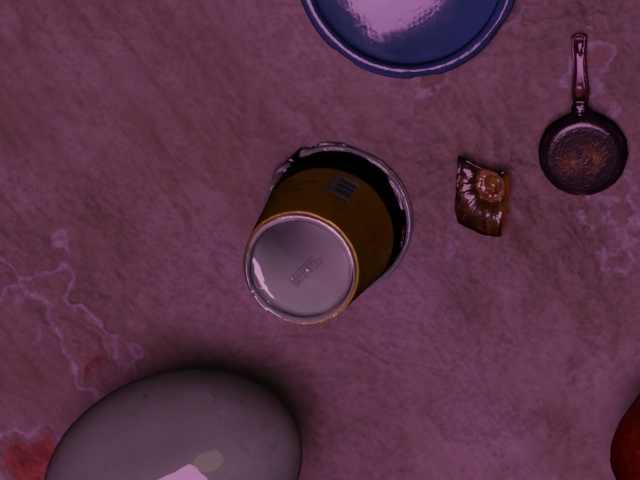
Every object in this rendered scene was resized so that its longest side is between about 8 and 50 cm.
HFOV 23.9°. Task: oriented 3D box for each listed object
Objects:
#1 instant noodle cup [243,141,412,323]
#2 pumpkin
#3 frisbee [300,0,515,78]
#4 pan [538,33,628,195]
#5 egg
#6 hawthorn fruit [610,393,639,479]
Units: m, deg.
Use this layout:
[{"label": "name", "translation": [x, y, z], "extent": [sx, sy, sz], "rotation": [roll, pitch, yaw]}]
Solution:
[{"label": "instant noodle cup", "translation": [0.000, 0.000, 1.966], "extent": [0.216, 0.236, 0.215], "rotation": [4, 107, 12]}, {"label": "pumpkin", "translation": [0.214, -0.061, 1.999], "extent": [0.073, 0.035, 0.101], "rotation": [14, 114, 23]}, {"label": "frisbee", "translation": [0.110, -0.349, 1.922], "extent": [0.290, 0.049, 0.289], "rotation": [4, 112, 11]}, {"label": "pan", "translation": [0.335, -0.158, 1.930], "extent": [0.115, 0.040, 0.212], "rotation": [-1, 108, 10]}, {"label": "egg", "translation": [-0.207, 0.322, 2.102], "extent": [0.389, 0.276, 0.276], "rotation": [-19, 102, 19]}, {"label": "hawthorn fruit", "translation": [0.476, 0.288, 1.958], "extent": [0.215, 0.215, 0.249], "rotation": [33, 120, 3]}]
